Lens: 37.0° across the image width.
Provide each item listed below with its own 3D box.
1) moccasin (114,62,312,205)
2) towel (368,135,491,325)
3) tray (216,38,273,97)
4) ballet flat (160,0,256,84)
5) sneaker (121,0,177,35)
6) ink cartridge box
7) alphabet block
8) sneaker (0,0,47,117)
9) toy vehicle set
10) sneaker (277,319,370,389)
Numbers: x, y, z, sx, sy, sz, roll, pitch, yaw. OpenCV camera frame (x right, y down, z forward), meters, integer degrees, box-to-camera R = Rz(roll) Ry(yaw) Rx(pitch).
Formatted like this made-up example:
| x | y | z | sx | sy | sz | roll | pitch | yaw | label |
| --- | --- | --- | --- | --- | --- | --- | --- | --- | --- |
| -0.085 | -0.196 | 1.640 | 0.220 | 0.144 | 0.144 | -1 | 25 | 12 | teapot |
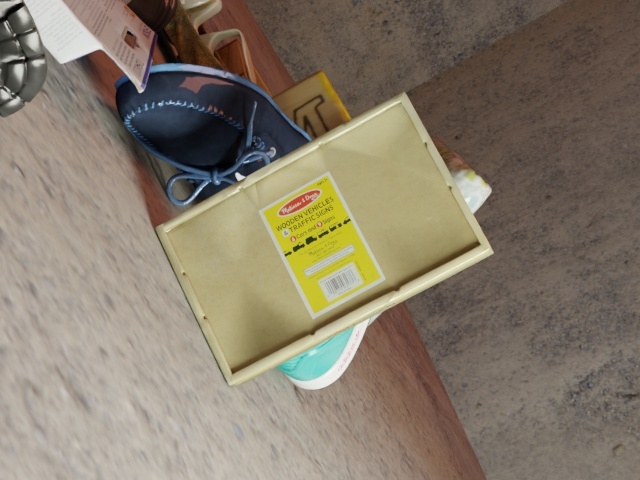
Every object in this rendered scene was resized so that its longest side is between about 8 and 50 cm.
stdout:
| x | y | z | sx | sy | sz | roll | pitch | yaw | label |
| --- | --- | --- | --- | --- | --- | --- | --- | --- | --- |
| -0.086 | -0.091 | 1.044 | 0.342 | 0.138 | 0.117 | 19 | 62 | -56 | moccasin |
| 0.112 | -0.016 | 1.522 | 0.090 | 0.320 | 0.374 | 38 | 11 | -9 | towel |
| -0.073 | -0.160 | 1.789 | 0.411 | 0.076 | 0.203 | 56 | 9 | -29 | tray |
| -0.180 | -0.307 | 1.433 | 0.348 | 0.123 | 0.123 | 62 | 7 | 12 | ballet flat |
| -0.264 | -0.375 | 1.180 | 0.147 | 0.104 | 0.296 | 48 | 21 | -69 | sneaker |
| -0.244 | -0.236 | 0.874 | 0.224 | 0.045 | 0.223 | 49 | 11 | -22 | ink cartridge box |
| -0.021 | -0.079 | 1.323 | 0.193 | 0.197 | 0.192 | 65 | 9 | 31 | alphabet block |
| -0.232 | -0.203 | 0.520 | 0.124 | 0.107 | 0.283 | 58 | -24 | 35 | sneaker |
| 0.000 | 0.000 | 0.874 | 0.166 | 0.267 | 0.035 | 64 | 8 | 13 | toy vehicle set |
| -0.001 | -0.001 | 1.057 | 0.178 | 0.124 | 0.295 | 49 | 56 | -53 | sneaker |
